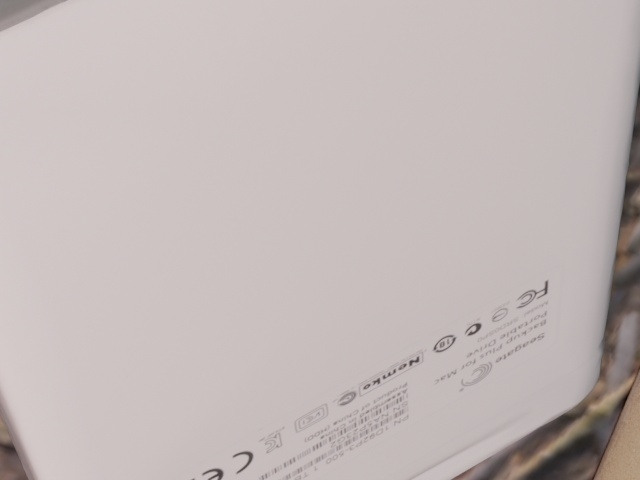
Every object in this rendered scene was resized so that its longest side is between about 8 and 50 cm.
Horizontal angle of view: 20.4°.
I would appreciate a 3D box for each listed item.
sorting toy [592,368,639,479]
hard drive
[{"bbox_3d":[0.220,0.064,0.715,0.196,0.047,0.347,7,115,-26],"label":"sorting toy"},{"bbox_3d":[0.000,0.000,0.508,0.203,0.040,0.307,-28,147,-15],"label":"hard drive"}]
